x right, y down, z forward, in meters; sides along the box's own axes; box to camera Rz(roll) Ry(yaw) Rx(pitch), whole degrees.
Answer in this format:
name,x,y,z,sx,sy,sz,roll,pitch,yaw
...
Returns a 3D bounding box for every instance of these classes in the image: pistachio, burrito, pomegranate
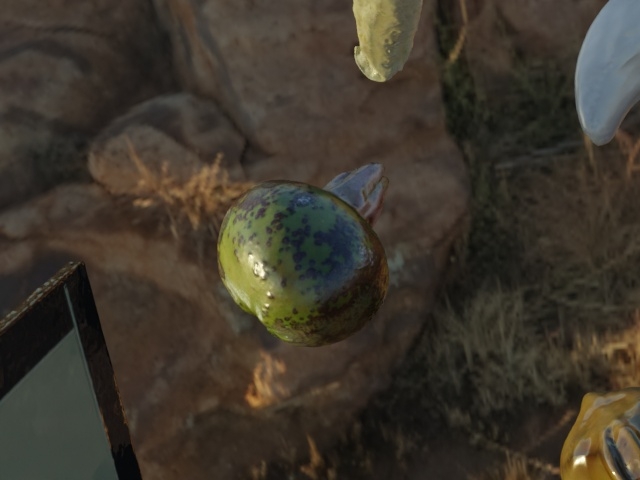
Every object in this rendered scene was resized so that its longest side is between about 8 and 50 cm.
name,x,y,z,sx,sy,sz,roll,pitch,yaw
pistachio,0.358,0.271,1.382,0.163,0.260,0.213,-34,5,12
burrito,0.065,-0.250,1.275,0.082,0.275,0.059,35,66,19
pomegranate,-0.005,0.010,1.041,0.138,0.126,0.163,34,35,14

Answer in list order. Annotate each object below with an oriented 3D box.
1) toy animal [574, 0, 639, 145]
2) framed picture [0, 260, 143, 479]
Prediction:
name,x,y,z,sx,sy,sz,roll,pitch,yaw
toy animal,0.181,-0.132,0.516,0.221,0.103,0.131,-45,47,23
framed picture,-0.153,0.185,0.668,0.016,0.265,0.347,-8,17,14
